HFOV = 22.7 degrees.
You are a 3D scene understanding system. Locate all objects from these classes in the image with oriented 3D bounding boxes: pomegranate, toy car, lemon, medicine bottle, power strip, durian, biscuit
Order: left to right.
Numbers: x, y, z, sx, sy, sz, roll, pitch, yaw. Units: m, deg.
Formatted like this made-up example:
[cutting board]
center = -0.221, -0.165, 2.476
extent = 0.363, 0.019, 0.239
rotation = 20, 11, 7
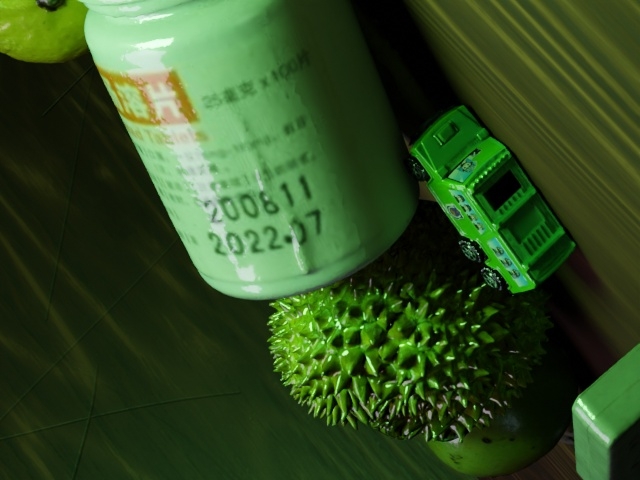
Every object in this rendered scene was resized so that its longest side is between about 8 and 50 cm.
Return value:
[lemon]
center = -0.378, -0.379, 2.129
extent = 0.297, 0.297, 0.297
rotation = 51, 174, 7
[medicine bottle]
center = -0.071, -0.152, 1.276
extent = 0.211, 0.211, 0.371
rotation = 42, 160, 58
[biscuit]
center = 0.025, -0.183, 1.393
extent = 0.290, 0.038, 0.141
rotation = 50, 174, 14
[durian]
center = 0.084, 0.070, 1.478
extent = 0.291, 0.291, 0.225
rotation = 78, -163, -77
[toy car]
center = 0.139, -0.033, 1.298
extent = 0.165, 0.071, 0.062
rotation = 53, 159, -15
[pomegranate]
center = 0.201, 0.165, 1.662
extent = 0.209, 0.180, 0.180
rotation = 23, -173, -25
[power strip]
center = 0.269, 0.170, 1.398
extent = 0.053, 0.093, 0.288
rotation = 46, 173, 23
